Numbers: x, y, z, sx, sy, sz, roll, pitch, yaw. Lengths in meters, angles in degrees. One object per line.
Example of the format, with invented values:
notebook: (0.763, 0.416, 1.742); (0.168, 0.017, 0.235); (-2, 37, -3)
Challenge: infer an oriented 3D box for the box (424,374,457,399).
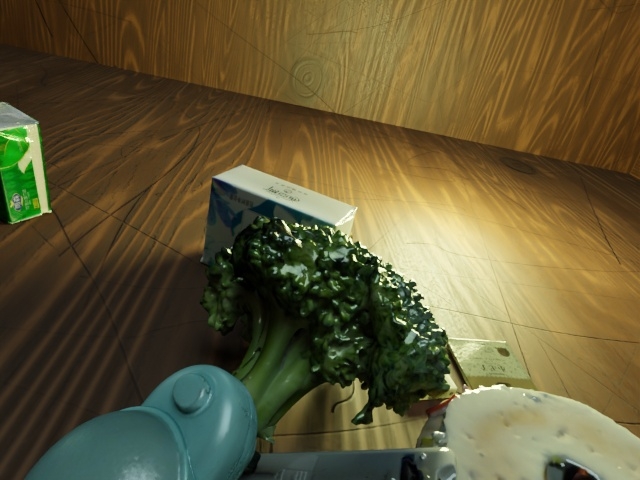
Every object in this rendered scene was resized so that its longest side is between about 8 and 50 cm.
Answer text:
box: (0.184, 0.244, 0.792); (0.083, 0.023, 0.054); (2, 28, -19)

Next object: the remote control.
remote control: (-0.013, 0.269, 0.501); (0.314, 0.054, 0.109); (-12, 22, 18)

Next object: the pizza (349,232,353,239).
pizza: (0.000, 0.000, 1.137); (0.179, 0.041, 0.130); (8, 30, -9)

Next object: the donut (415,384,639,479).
donut: (0.277, 0.337, 0.536); (0.384, 0.142, 0.382); (11, 27, -6)

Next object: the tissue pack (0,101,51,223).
tissue pack: (-0.671, -0.154, 0.948); (0.148, 0.208, 0.156); (27, 33, 23)

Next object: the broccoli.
broccoli: (-0.011, 0.115, 0.687); (0.318, 0.277, 0.338); (-24, 76, -2)

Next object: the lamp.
lamp: (-0.178, 0.243, 0.434); (0.284, 0.147, 0.210); (-35, 37, -30)

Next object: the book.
book: (0.323, 0.252, 0.845); (0.139, 0.016, 0.198); (7, 29, -12)

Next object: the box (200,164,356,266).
box: (-0.090, -0.008, 0.940); (0.275, 0.202, 0.116); (23, 30, 16)
